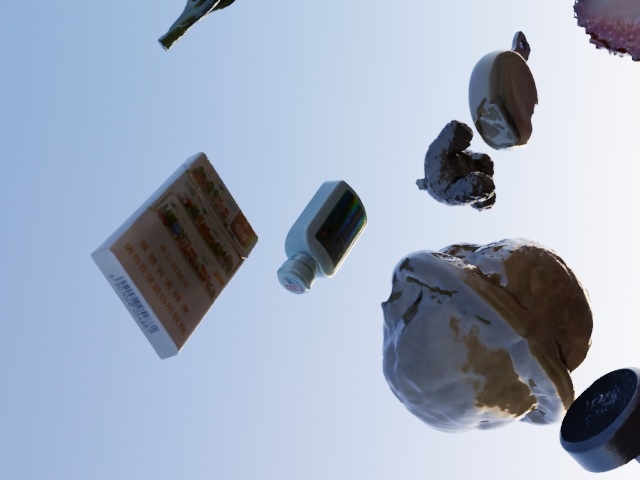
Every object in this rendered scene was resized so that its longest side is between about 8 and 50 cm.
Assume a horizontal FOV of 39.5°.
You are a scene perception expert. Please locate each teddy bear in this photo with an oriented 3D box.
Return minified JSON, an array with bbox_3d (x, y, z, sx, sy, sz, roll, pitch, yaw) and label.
[{"bbox_3d":[0.269,-0.126,1.694,0.190,0.140,0.177,3,-121,-57],"label":"teddy bear"}]

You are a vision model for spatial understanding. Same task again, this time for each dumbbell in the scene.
[{"bbox_3d":[0.444,0.292,1.195,0.218,0.152,0.152,45,-144,-6],"label":"dumbbell"}]

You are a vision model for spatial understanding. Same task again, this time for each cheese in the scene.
[{"bbox_3d":[0.343,-0.285,1.605,0.163,0.082,0.286,59,-140,-27],"label":"cheese"}]

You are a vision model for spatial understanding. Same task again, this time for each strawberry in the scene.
[{"bbox_3d":[0.510,-0.367,1.267,0.138,0.306,0.233,-7,-72,-26],"label":"strawberry"}]

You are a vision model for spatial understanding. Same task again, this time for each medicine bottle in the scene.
[{"bbox_3d":[0.000,0.000,1.672,0.229,0.083,0.121,-55,-51,-34],"label":"medicine bottle"}]

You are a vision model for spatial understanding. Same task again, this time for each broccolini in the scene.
[{"bbox_3d":[-0.116,-0.302,1.069,0.068,0.202,0.091,32,-173,-40],"label":"broccolini"}]

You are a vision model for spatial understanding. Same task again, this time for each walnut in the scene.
[{"bbox_3d":[0.276,0.151,1.489,0.384,0.384,0.383,30,-127,-52],"label":"walnut"}]

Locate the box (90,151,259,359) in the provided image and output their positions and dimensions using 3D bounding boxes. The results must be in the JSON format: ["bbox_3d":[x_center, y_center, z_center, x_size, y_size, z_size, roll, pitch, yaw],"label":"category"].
[{"bbox_3d":[-0.135,0.007,0.885,0.122,0.032,0.220,58,-152,-17],"label":"box"}]
